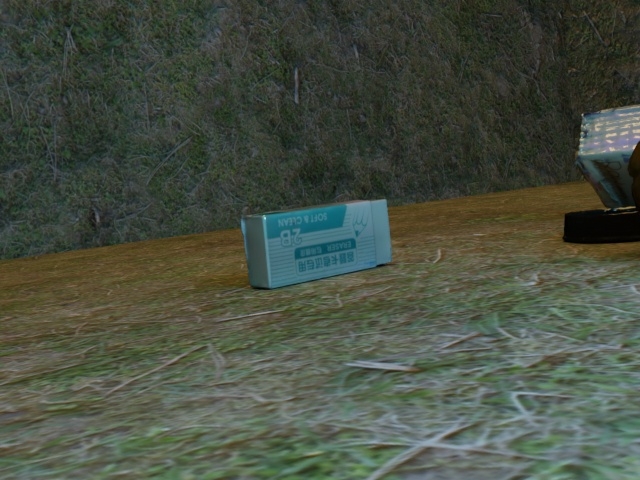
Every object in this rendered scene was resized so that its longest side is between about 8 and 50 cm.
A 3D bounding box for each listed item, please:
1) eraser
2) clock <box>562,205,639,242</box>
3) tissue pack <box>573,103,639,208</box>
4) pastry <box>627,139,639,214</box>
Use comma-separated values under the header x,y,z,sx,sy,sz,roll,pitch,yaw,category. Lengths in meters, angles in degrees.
x,y,z,sx,sy,sz,roll,pitch,yaw,category
0.000,0.000,1.120,0.225,0.095,0.052,-10,6,-42,eraser
0.450,-0.027,1.225,0.185,0.040,0.184,-6,4,0,clock
0.636,-0.141,1.429,0.344,0.125,0.242,-2,-25,36,tissue pack
0.506,-0.094,0.902,0.356,0.163,0.356,-15,-11,-3,pastry
